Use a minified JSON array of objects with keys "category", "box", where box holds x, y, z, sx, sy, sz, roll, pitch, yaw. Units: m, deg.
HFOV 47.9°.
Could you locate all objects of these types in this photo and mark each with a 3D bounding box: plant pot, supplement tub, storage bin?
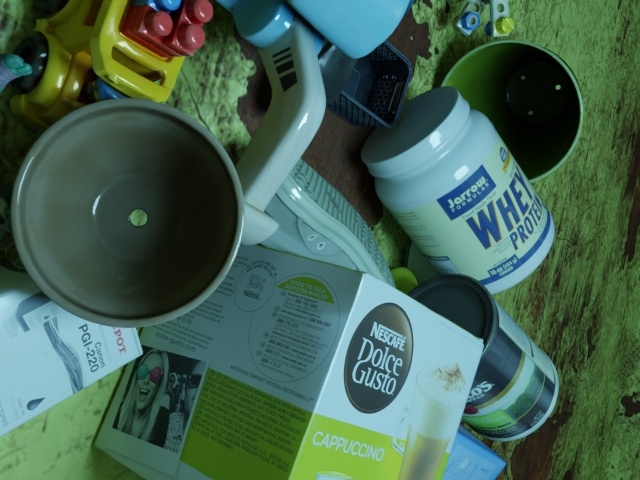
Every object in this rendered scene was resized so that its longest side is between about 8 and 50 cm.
[{"category":"plant pot","box":[-0.204,-0.027,0.791,0.237,0.110,0.238,0,88,-10]},{"category":"plant pot","box":[0.410,-0.279,1.470,0.293,0.274,0.275,-35,125,-57]},{"category":"supplement tub","box":[0.243,-0.085,1.285,0.325,0.235,0.235,50,62,-24]},{"category":"storage bin","box":[0.058,-0.272,1.183,0.180,0.084,0.122,24,81,-47]}]

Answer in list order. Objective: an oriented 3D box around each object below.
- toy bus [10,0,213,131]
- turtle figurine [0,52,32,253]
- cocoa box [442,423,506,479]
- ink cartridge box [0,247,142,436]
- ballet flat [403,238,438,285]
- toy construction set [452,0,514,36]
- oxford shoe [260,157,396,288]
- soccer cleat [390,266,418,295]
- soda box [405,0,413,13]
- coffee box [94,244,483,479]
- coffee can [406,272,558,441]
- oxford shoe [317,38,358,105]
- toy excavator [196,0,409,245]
[{"category":"toy bus","box":[-0.216,-0.212,0.800,0.149,0.211,0.220,24,83,-49]},{"category":"turtle figurine","box":[-0.368,-0.084,0.709,0.175,0.118,0.234,51,51,-82]},{"category":"cocoa box","box":[0.093,0.416,1.211,0.347,0.228,0.231,-53,135,-2]},{"category":"ink cartridge box","box":[-0.333,0.107,0.836,0.218,0.092,0.159,-31,121,-42]},{"category":"ballet flat","box":[0.243,0.175,1.461,0.139,0.139,0.401,-11,107,-46]},{"category":"toy construction set","box":[0.290,-0.552,1.321,0.215,0.151,0.328,19,76,-24]},{"category":"oxford shoe","box":[0.000,0.000,1.164,0.130,0.169,0.449,-34,146,13]},{"category":"soccer cleat","box":[0.099,0.172,1.329,0.121,0.093,0.289,38,71,-43]},{"category":"soda box","box":[0.135,-0.437,1.143,0.071,0.210,0.067,17,86,-5]},{"category":"coffee box","box":[-0.030,0.211,1.009,0.337,0.338,0.335,32,75,-47]},{"category":"coffee can","box":[0.273,0.211,1.273,0.275,0.201,0.202,41,69,-39]},{"category":"oxford shoe","box":[0.004,-0.266,1.066,0.212,0.076,0.076,-50,136,3]},{"category":"toy excavator","box":[-0.028,-0.270,0.906,0.222,0.433,0.445,31,34,-47]}]
